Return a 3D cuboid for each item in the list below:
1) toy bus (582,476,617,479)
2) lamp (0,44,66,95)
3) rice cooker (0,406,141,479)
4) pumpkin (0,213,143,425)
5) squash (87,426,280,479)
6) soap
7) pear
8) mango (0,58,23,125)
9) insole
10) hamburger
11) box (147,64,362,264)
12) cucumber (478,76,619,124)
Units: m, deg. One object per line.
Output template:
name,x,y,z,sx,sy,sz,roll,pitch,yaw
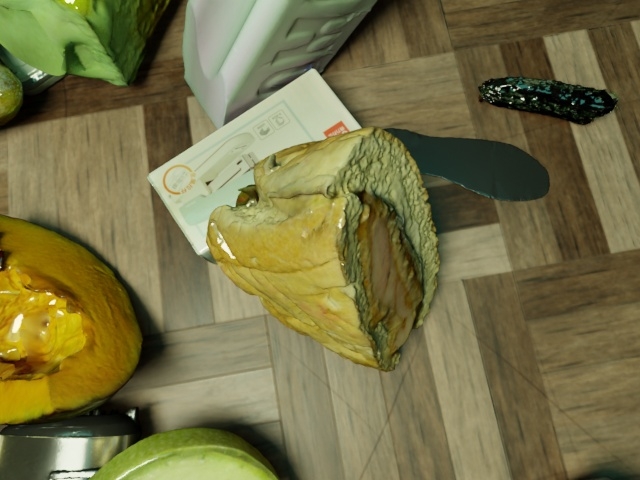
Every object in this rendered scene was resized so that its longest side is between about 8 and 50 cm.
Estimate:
toy bus,0.295,0.404,0.464,0.232,0.194,0.287,-27,79,8
lamp,-0.409,-0.386,0.716,0.269,0.047,0.266,-38,83,-7
rice cooker,-0.282,0.247,0.540,0.165,0.112,0.106,-6,71,-6
pumpkin,-0.326,0.124,0.568,0.169,0.148,0.312,-55,52,17
squash,-0.148,0.331,0.500,0.252,0.049,0.252,-2,95,-21
soap,-0.040,-0.284,0.566,0.208,0.347,0.115,-32,86,-43
pear,-0.344,-0.371,0.605,0.282,0.176,0.286,19,79,5
mango,-0.534,-0.251,0.636,0.316,0.146,0.192,33,109,2
insole,0.193,-0.110,0.662,0.253,0.005,0.086,14,77,4
hamburger,-0.003,0.001,0.511,0.209,0.330,0.162,18,66,28
box,-0.075,-0.099,0.628,0.269,0.079,0.135,-34,79,-6
cucumber,0.310,-0.199,0.657,0.182,0.053,0.053,13,78,5
